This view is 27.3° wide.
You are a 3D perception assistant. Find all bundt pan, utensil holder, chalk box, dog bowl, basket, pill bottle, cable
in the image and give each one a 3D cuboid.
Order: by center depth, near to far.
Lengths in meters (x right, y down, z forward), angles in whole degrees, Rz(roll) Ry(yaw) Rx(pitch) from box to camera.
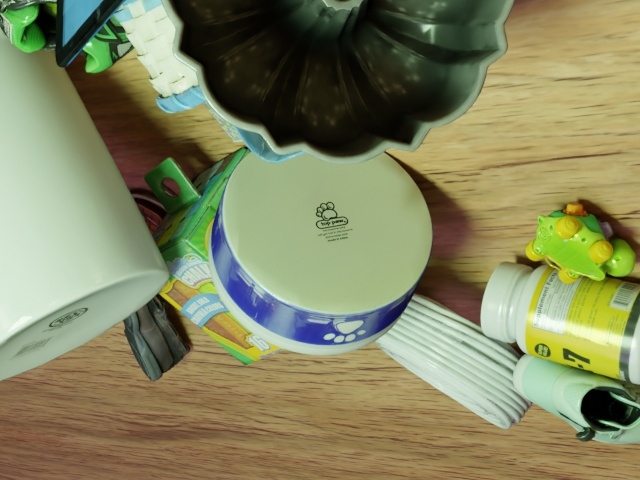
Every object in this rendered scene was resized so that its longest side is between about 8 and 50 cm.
[{"bbox_3d":[0.008,-0.234,1.232,0.331,0.331,0.124,38,175,-11],"label":"bundt pan"},{"bbox_3d":[-0.064,-0.210,1.409,0.254,0.201,0.289,-8,123,49],"label":"basket"},{"bbox_3d":[0.000,0.000,1.606,0.265,0.265,0.104,29,147,4],"label":"dog bowl"},{"bbox_3d":[0.311,0.095,1.613,0.208,0.119,0.119,14,146,28],"label":"pill bottle"},{"bbox_3d":[-0.413,-0.051,1.696,0.385,0.327,0.327,59,151,10],"label":"utensil holder"},{"bbox_3d":[0.176,0.156,1.786,0.257,0.089,0.257,30,173,17],"label":"cable"},{"bbox_3d":[-0.127,0.006,1.813,0.289,0.179,0.180,40,148,-15],"label":"chalk box"}]

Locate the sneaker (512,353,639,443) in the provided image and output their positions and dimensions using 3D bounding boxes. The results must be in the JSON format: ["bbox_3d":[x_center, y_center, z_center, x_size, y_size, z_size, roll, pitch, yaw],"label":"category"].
[{"bbox_3d":[0.379,0.224,1.674,0.256,0.094,0.151,22,-177,-30],"label":"sneaker"}]

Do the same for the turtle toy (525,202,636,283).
[{"bbox_3d":[0.308,0.005,1.533,0.130,0.066,0.095,34,150,-6],"label":"turtle toy"}]

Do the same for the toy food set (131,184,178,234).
[{"bbox_3d":[-0.256,-0.021,2.028,0.132,0.038,0.192,37,150,-10],"label":"toy food set"}]

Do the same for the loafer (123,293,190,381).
[{"bbox_3d":[-0.294,0.118,2.245,0.109,0.095,0.302,48,159,38],"label":"loafer"}]

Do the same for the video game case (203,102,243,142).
[{"bbox_3d":[-0.115,-0.176,1.700,0.087,0.011,0.122,-2,136,44],"label":"video game case"}]

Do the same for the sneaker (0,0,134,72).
[{"bbox_3d":[-0.364,-0.317,1.581,0.343,0.146,0.134,25,149,13],"label":"sneaker"}]

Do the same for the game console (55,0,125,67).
[{"bbox_3d":[-0.281,-0.360,1.363,0.250,0.173,0.293,38,149,-15],"label":"game console"}]
